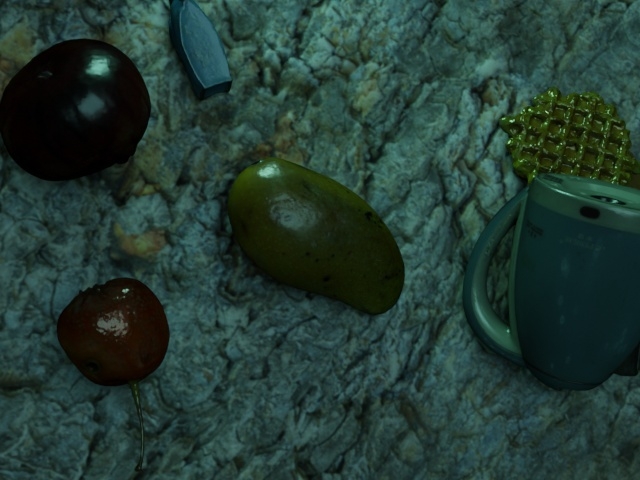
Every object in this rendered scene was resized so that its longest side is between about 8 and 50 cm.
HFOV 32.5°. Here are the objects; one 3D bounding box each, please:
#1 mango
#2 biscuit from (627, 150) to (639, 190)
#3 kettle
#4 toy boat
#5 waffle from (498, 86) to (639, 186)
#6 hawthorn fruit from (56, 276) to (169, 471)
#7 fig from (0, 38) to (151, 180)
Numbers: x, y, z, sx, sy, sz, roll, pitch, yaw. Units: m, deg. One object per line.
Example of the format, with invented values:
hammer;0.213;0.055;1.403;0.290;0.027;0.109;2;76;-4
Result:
mango;0.002;-0.007;1.767;0.330;0.175;0.176;25;118;-9
biscuit;0.514;-0.090;1.990;0.184;0.027;0.133;-8;80;-16
kettle;0.397;0.073;1.805;0.320;0.247;0.342;19;106;24
toy boat;-0.208;-0.326;1.825;0.075;0.077;0.185;-25;95;-19
waffle;0.450;-0.167;1.958;0.238;0.058;0.243;-22;72;-15
hawthorn fruit;-0.287;0.198;1.657;0.165;0.165;0.285;-22;91;-18
fig;-0.369;-0.191;1.676;0.235;0.235;0.214;-16;121;-17
